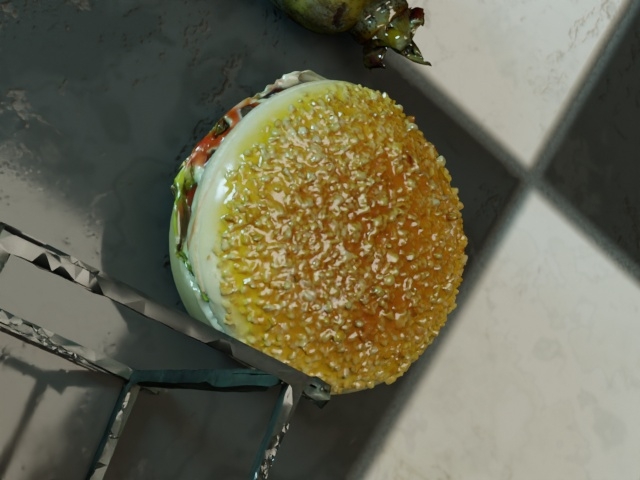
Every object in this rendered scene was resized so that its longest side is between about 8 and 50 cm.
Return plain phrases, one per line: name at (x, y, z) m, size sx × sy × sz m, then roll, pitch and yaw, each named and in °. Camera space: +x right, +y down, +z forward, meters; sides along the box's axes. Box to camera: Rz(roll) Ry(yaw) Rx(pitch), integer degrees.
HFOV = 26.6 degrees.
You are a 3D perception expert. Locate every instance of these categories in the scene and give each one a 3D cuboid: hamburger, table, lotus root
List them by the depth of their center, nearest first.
table at (-0.217, 0.154, 1.032) m, size 0.272 × 0.335 × 0.222 m, roll 29°, pitch 73°, yaw -23°
hamburger at (0.000, 0.000, 1.250) m, size 0.302 × 0.170 × 0.302 m, roll 2°, pitch 85°, yaw -27°
lotus root at (0.010, -0.276, 1.303) m, size 0.278 × 0.154 × 0.154 m, roll 48°, pitch 66°, yaw -15°
